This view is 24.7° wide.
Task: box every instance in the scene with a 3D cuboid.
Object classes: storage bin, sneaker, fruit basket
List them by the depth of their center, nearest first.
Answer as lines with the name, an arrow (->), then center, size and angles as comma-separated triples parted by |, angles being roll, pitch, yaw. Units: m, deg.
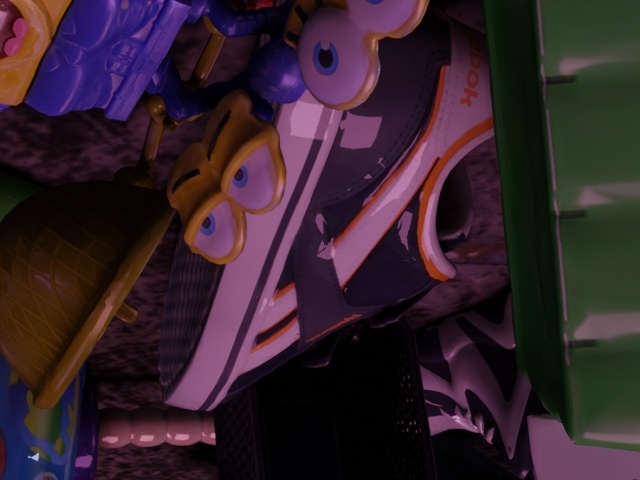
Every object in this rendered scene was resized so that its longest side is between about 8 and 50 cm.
fruit basket -> 0.247, -0.041, 0.617 | 0.353, 0.327, 0.165 | -10, -168, -10
sneaker -> 0.000, 0.000, 0.761 | 0.127, 0.126, 0.321 | 8, 147, -16
storage bin -> 0.001, 0.138, 0.959 | 0.122, 0.180, 0.084 | 4, 151, -20
sneaker -> 0.130, 0.127, 0.999 | 0.094, 0.153, 0.235 | 20, 142, -37

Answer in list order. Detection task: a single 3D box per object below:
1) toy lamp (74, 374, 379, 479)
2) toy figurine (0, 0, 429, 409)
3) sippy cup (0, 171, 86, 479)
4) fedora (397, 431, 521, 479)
toy lamp -> -0.091, 0.132, 1.037 | 0.274, 0.080, 0.080 | 0, 151, -14
toy figurine -> -0.116, -0.102, 0.537 | 0.217, 0.191, 0.362 | 22, 142, -17
sippy cup -> -0.231, 0.108, 0.802 | 0.305, 0.224, 0.240 | 15, 145, -37
fedora -> 0.060, 0.240, 1.136 | 0.334, 0.334, 0.153 | 7, 119, -25
